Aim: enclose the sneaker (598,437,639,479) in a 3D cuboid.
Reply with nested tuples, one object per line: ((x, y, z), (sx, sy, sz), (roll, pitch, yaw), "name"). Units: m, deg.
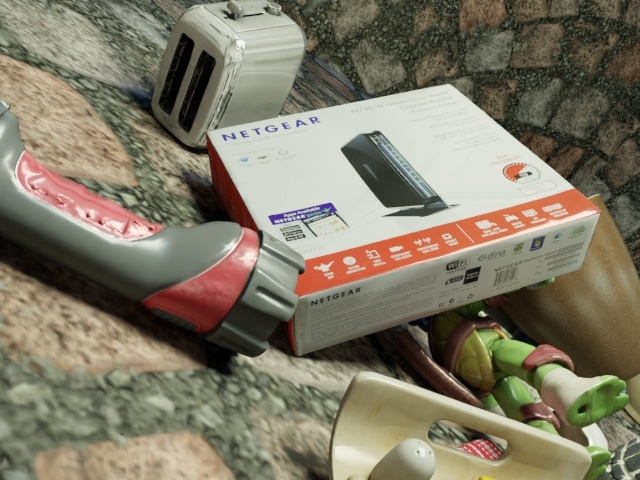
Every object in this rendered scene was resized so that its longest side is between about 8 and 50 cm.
((0.415, 0.338, 0.810), (0.110, 0.107, 0.275), (56, 20, -11), "sneaker")

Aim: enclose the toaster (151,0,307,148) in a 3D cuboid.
((-0.129, -0.214, 0.903), (0.129, 0.227, 0.146), (44, 36, 19), "toaster")

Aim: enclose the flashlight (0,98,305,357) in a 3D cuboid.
((-0.158, -0.018, 0.502), (0.304, 0.103, 0.103), (32, 20, -21), "flashlight")

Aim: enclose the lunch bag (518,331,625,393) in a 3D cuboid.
((0.419, 0.179, 1.133), (0.176, 0.090, 0.219), (47, 26, 2), "lunch bag")

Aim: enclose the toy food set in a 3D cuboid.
((0.128, 0.221, 0.399), (0.220, 0.092, 0.306), (21, 29, -16), "toy food set")

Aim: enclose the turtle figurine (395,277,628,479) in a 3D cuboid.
((0.245, 0.130, 0.761), (0.275, 0.198, 0.266), (25, 15, -30), "turtle figurine")

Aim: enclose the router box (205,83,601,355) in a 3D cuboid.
((0.072, -0.048, 0.755), (0.335, 0.082, 0.301), (-15, 43, -18), "router box")

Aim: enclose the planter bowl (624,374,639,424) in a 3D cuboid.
((0.643, 0.302, 1.277), (0.162, 0.109, 0.162), (35, 18, -13), "planter bowl")

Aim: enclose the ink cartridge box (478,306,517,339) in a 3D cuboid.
((0.207, 0.076, 1.066), (0.235, 0.056, 0.171), (40, 17, 16), "ink cartridge box")

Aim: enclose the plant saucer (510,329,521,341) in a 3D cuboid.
((0.333, 0.165, 1.160), (0.083, 0.015, 0.083), (34, 18, -13), "plant saucer")

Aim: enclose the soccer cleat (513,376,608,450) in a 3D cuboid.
((0.311, 0.216, 0.913), (0.076, 0.068, 0.196), (17, 31, -46), "soccer cleat")

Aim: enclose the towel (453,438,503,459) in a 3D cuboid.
((0.161, 0.263, 0.560), (0.199, 0.031, 0.275), (45, 17, 26), "towel")

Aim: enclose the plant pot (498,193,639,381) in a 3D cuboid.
((0.371, 0.088, 0.961), (0.230, 0.215, 0.215), (58, 22, 14), "plant pot")

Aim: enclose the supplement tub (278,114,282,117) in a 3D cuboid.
((-0.103, -0.183, 1.067), (0.107, 0.071, 0.071), (33, 19, -17), "supplement tub")
